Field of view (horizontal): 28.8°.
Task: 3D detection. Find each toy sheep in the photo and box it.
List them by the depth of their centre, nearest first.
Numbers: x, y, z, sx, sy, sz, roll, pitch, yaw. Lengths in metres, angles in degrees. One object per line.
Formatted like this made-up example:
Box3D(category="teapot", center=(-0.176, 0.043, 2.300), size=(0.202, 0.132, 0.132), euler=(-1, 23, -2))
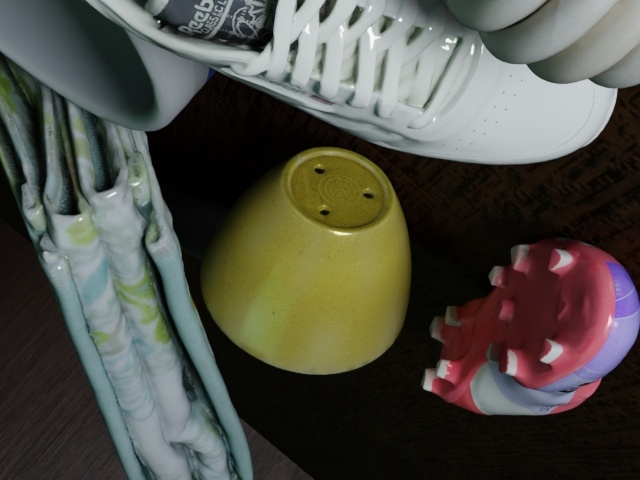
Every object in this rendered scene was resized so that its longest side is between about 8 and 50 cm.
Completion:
Box3D(category="toy sheep", center=(0.070, -0.090, 0.360), size=(0.132, 0.091, 0.091), euler=(25, 171, -19))

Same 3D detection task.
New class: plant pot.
Box3D(category="plant pot", center=(0.000, 0.000, 0.758), size=(0.134, 0.134, 0.095), euler=(36, 141, 14))

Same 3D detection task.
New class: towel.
Box3D(category="towel", center=(-0.156, -0.009, 0.860), size=(0.374, 0.090, 0.320), euler=(85, 160, -53))

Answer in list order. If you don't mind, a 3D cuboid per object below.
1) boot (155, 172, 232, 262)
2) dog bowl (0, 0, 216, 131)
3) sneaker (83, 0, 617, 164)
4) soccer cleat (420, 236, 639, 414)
Box3D(category="boot", center=(-0.150, -0.039, 1.086), size=(0.208, 0.076, 0.189), euler=(35, 179, 43))
Box3D(category="dog bowl", center=(-0.138, -0.177, 0.578), size=(0.265, 0.104, 0.265), euler=(37, 165, 12))
Box3D(category="sneaker", center=(0.000, -0.077, 0.431), size=(0.235, 0.090, 0.095), euler=(20, -161, -12))
Box3D(category="soccer cleat", center=(0.131, 0.056, 0.698), size=(0.095, 0.083, 0.248), euler=(12, 164, -10))
